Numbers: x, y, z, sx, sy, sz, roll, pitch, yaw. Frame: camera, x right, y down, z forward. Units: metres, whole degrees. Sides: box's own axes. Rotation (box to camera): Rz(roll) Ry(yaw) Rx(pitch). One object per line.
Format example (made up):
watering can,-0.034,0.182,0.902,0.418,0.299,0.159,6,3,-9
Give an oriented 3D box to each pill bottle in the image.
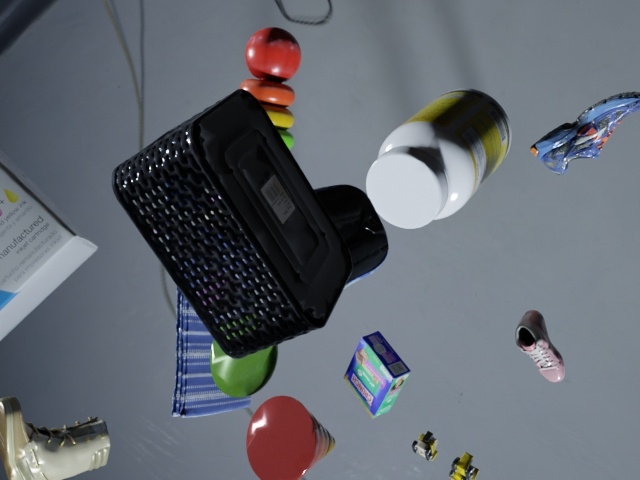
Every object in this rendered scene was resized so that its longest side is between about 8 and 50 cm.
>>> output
pill bottle,0.222,-0.154,1.377,0.188,0.334,0.188,16,123,26

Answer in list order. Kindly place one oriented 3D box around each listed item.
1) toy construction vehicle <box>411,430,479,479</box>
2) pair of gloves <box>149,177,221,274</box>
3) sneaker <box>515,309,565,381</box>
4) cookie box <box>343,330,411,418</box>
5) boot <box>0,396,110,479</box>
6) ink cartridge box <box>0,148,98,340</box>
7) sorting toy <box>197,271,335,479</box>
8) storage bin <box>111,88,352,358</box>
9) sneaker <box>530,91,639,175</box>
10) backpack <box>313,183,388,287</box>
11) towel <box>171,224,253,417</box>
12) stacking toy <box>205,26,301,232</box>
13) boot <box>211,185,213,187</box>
toy construction vehicle,0.163,0.276,0.933,0.086,0.098,0.035,25,67,29
pair of gloves,-0.213,-0.037,1.211,0.023,0.159,0.198,-27,46,31
sneaker,0.375,0.193,1.269,0.051,0.070,0.134,-20,95,39
cookie box,0.089,0.217,1.183,0.040,0.107,0.092,-13,49,-34
boot,-0.532,0.392,1.470,0.203,0.262,0.095,-17,34,-29
ink cartridge box,-0.394,-0.021,0.791,0.232,0.168,0.171,45,81,-3
sorting toy,-0.074,0.200,1.117,0.127,0.126,0.365,-44,53,18
storage bin,-0.062,-0.014,0.582,0.084,0.122,0.180,-23,107,27
sneaker,0.502,-0.198,1.351,0.221,0.083,0.087,-33,91,35
backpack,0.000,0.000,0.724,0.114,0.084,0.105,-23,92,-28
towel,-0.193,0.146,1.349,0.040,0.243,0.336,-3,83,25
stacking toy,-0.099,-0.175,1.181,0.141,0.141,0.330,10,98,13
boot,-0.184,-0.202,1.476,0.082,0.106,0.219,7,41,45
